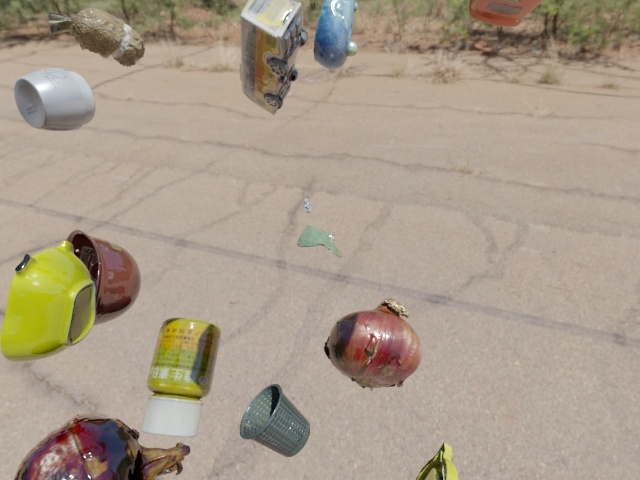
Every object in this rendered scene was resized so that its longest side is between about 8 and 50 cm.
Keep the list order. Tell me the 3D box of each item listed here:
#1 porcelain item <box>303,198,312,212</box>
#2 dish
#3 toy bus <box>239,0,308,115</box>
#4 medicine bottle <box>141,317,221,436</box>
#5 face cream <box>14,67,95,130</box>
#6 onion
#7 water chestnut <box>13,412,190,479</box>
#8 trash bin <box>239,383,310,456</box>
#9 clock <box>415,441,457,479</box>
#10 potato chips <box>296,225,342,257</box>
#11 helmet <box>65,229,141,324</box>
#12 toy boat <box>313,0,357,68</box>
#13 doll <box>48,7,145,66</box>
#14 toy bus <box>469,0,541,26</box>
[{"bbox_3d":[-0.061,-0.166,2.092,0.028,0.036,0.083,16,40,-38],"label":"porcelain item"},{"bbox_3d":[-0.573,0.145,0.951,0.109,0.262,0.221,14,13,-1],"label":"dish"},{"bbox_3d":[-0.094,-0.337,0.798,0.106,0.268,0.092,29,77,-4],"label":"toy bus"},{"bbox_3d":[-0.499,0.487,1.536,0.225,0.224,0.383,3,67,8],"label":"medicine bottle"},{"bbox_3d":[-0.505,-0.268,0.820,0.117,0.117,0.104,15,28,24],"label":"face cream"},{"bbox_3d":[0.193,0.393,1.554,0.355,0.353,0.353,-2,34,1],"label":"onion"},{"bbox_3d":[-0.455,0.513,0.906,0.347,0.334,0.335,-26,41,-28],"label":"water chestnut"},{"bbox_3d":[-0.122,0.539,1.257,0.175,0.161,0.175,-40,18,16],"label":"trash bin"},{"bbox_3d":[0.295,0.725,1.152,0.071,0.293,0.277,31,16,8],"label":"clock"},{"bbox_3d":[0.000,0.008,1.776,0.229,0.059,0.167,16,28,23],"label":"potato chips"},{"bbox_3d":[-0.749,0.147,1.494,0.385,0.336,0.230,13,1,40],"label":"helmet"},{"bbox_3d":[0.073,-0.657,1.285,0.123,0.215,0.329,14,60,3],"label":"toy boat"},{"bbox_3d":[-0.562,-0.530,1.092,0.222,0.115,0.105,16,66,-29],"label":"doll"},{"bbox_3d":[0.369,-0.510,0.803,0.143,0.153,0.329,14,12,3],"label":"toy bus"}]
